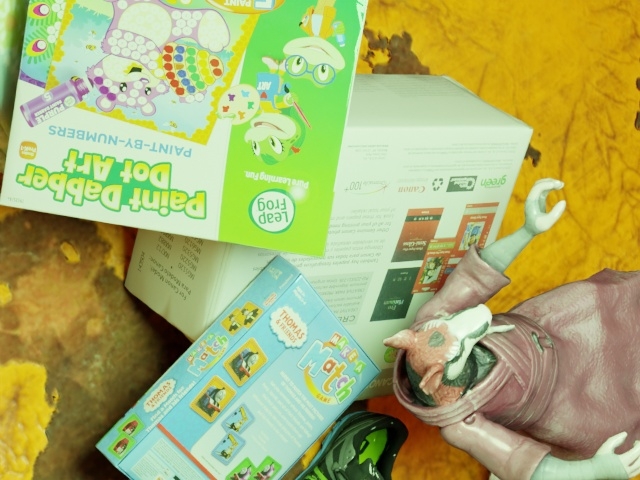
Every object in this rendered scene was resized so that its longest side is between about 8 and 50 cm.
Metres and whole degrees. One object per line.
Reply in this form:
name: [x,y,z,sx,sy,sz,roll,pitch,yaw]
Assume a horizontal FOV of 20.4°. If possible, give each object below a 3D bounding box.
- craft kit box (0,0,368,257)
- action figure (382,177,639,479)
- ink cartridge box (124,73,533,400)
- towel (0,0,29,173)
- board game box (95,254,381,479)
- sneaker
craft kit box: [-0.098,-0.128,1.330,0.250,0.061,0.246,9,101,-2]
action figure: [0.155,0.103,1.557,0.370,0.276,0.248,10,69,-49]
ink cartridge box: [0.000,0.000,1.551,0.309,0.130,0.271,-3,119,-40]
towel: [-0.234,-0.265,1.367,0.374,0.090,0.320,72,36,-55]
board game box: [-0.062,0.136,1.461,0.211,0.039,0.160,-45,136,-8]
sneaker: [0.018,0.224,1.574,0.067,0.078,0.188,47,56,-22]
